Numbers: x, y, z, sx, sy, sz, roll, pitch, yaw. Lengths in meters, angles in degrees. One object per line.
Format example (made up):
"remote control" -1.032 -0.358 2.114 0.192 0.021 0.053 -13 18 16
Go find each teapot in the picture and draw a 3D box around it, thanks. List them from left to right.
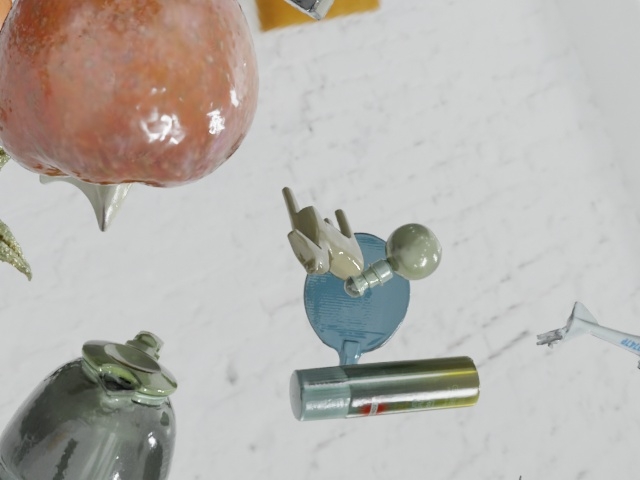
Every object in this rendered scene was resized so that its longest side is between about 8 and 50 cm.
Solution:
"teapot" -0.283 0.261 1.580 0.239 0.240 0.322 -62 155 9

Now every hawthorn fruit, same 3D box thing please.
"hawthorn fruit" -0.179 -0.156 0.969 0.231 0.262 0.235 -14 -156 24

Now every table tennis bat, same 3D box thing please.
"table tennis bat" 0.068 0.147 2.221 0.215 0.328 0.044 6 -177 -9

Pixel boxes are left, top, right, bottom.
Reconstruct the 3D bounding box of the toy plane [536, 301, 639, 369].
"toy plane" 0.365 0.121 1.181 0.273 0.107 0.182 17 164 8

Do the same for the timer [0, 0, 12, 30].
"timer" -0.496 -0.233 1.366 0.258 0.249 0.161 -12 -166 -24

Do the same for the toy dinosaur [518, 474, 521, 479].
"toy dinosaur" 0.208 0.384 1.356 0.208 0.039 0.082 -64 -159 -1

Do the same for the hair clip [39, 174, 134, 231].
"hair clip" -0.291 -0.178 1.459 0.113 0.282 0.172 -23 -140 -35

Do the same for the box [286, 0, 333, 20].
"box" -0.081 -0.521 1.811 0.198 0.310 0.084 -57 170 5

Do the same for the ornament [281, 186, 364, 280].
"ornament" 0.000 0.000 2.019 0.061 0.244 0.230 -35 137 17

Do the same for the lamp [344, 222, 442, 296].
"lamp" 0.109 0.038 1.751 0.163 0.091 0.091 -29 -177 -7

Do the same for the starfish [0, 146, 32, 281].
"starfish" -0.558 -0.023 1.751 0.078 0.357 0.347 2 -177 10

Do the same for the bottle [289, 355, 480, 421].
"bottle" 0.097 0.225 1.699 0.286 0.082 0.082 -3 176 -16
